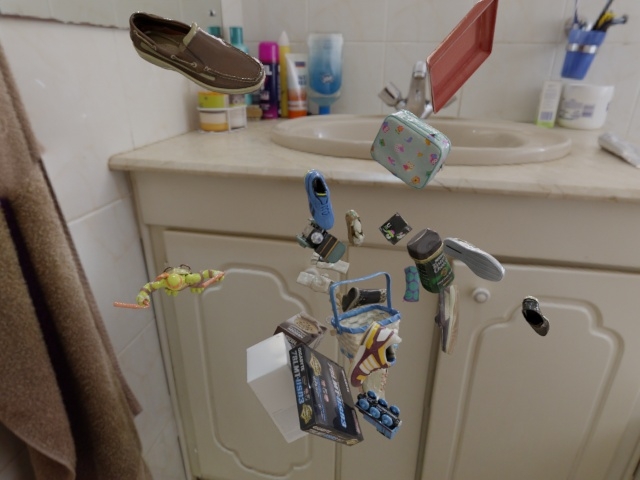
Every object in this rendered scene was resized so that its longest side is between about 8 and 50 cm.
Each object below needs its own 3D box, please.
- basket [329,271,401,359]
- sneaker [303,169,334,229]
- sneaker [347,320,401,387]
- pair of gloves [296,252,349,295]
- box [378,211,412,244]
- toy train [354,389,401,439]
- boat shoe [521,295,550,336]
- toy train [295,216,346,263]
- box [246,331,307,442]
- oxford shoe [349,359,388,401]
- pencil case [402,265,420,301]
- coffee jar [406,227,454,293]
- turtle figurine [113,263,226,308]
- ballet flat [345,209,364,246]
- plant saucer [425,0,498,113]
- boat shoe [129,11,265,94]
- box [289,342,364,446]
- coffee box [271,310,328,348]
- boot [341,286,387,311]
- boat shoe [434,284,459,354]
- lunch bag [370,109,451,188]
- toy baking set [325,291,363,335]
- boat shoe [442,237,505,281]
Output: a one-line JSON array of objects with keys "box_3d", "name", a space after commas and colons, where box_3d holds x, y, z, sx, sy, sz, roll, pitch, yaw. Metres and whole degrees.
[{"box_3d": [0.155, 0.272, 1.495, 0.254, 0.289, 0.201, -9, 10, -28], "name": "basket"}, {"box_3d": [0.001, -0.117, 1.296, 0.069, 0.209, 0.082, -22, 27, -9], "name": "sneaker"}, {"box_3d": [0.119, 0.271, 0.927, 0.084, 0.186, 0.069, 26, 33, 21], "name": "sneaker"}, {"box_3d": [0.014, 0.160, 2.097, 0.204, 0.042, 0.240, 23, 53, 16], "name": "pair of gloves"}, {"box_3d": [0.247, -0.039, 1.370, 0.052, 0.083, 0.062, 29, 24, -53], "name": "box"}, {"box_3d": [0.207, 0.625, 1.506, 0.184, 0.105, 0.080, 25, 35, 31], "name": "toy train"}, {"box_3d": [0.528, 0.195, 1.026, 0.049, 0.133, 0.042, -9, 39, 40], "name": "boat shoe"}, {"box_3d": [0.000, 0.000, 1.819, 0.190, 0.142, 0.334, 37, 0, -9], "name": "toy train"}, {"box_3d": [-0.141, 0.581, 1.656, 0.168, 0.345, 0.215, -26, 22, 0], "name": "box"}, {"box_3d": [0.259, 0.670, 1.975, 0.146, 0.397, 0.140, -28, -21, 16], "name": "oxford shoe"}, {"box_3d": [0.385, 0.185, 1.763, 0.070, 0.152, 0.064, 2, -9, 5], "name": "pencil case"}, {"box_3d": [0.308, 0.057, 1.164, 0.096, 0.184, 0.079, -41, 37, -12], "name": "coffee jar"}, {"box_3d": [-0.381, 0.110, 1.082, 0.269, 0.087, 0.217, -19, -4, -13], "name": "turtle figurine"}, {"box_3d": [0.152, -0.037, 1.783, 0.073, 0.206, 0.067, -31, 41, -12], "name": "ballet flat"}, {"box_3d": [0.394, -0.526, 1.195, 0.048, 0.258, 0.259, 44, 5, 20], "name": "plant saucer"}, {"box_3d": [-0.229, -0.348, 0.771, 0.257, 0.095, 0.095, 14, -15, -4], "name": "boat shoe"}, {"box_3d": [0.019, 0.549, 1.481, 0.073, 0.293, 0.296, -34, 42, 18], "name": "box"}, {"box_3d": [-0.100, 0.464, 2.026, 0.168, 0.119, 0.297, 31, 14, 16], "name": "coffee box"}, {"box_3d": [0.209, 0.293, 2.032, 0.178, 0.236, 0.085, 2, 62, -14], "name": "boot"}, {"box_3d": [0.524, 0.326, 1.741, 0.092, 0.285, 0.103, 0, -13, 32], "name": "boat shoe"}, {"box_3d": [0.342, -0.345, 1.568, 0.279, 0.224, 0.108, 39, 43, 17], "name": "lunch bag"}, {"box_3d": [0.128, 0.388, 2.188, 0.196, 0.030, 0.256, 14, 64, -10], "name": "toy baking set"}, {"box_3d": [0.675, 0.067, 1.820, 0.094, 0.109, 0.302, -19, 45, -40], "name": "boat shoe"}]
